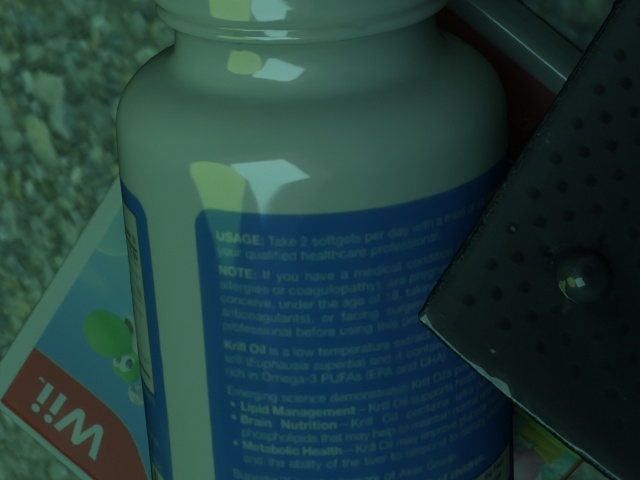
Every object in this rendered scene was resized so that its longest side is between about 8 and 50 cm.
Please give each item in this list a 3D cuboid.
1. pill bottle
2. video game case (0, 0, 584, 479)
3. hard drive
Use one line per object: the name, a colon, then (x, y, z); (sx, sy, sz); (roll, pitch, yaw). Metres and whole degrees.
pill bottle: (0.000, 0.000, 0.560); (0.124, 0.124, 0.222); (8, 116, 23)
video game case: (0.008, 0.030, 0.660); (0.204, 0.025, 0.285); (40, 124, 5)
hard drive: (0.171, 0.031, 0.504); (0.254, 0.054, 0.172); (33, 80, 1)
